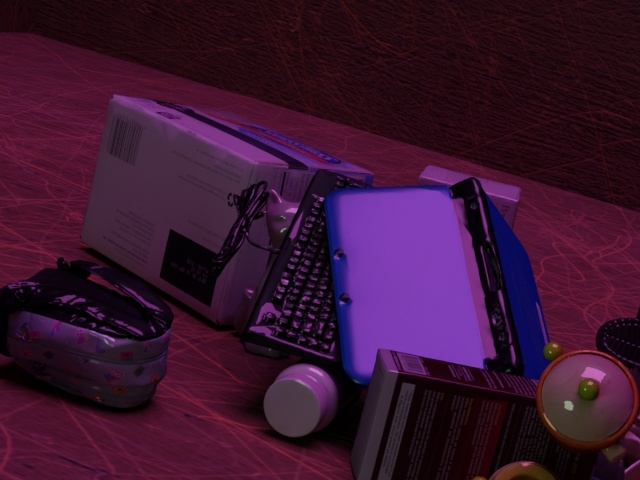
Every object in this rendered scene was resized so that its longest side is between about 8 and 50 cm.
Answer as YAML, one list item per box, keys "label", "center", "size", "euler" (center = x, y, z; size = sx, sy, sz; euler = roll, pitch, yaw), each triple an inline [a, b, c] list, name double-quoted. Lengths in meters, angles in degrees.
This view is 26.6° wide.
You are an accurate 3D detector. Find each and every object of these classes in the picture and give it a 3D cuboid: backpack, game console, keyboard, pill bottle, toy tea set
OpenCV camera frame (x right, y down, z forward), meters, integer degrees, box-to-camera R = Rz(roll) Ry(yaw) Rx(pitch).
- label: "backpack"
  center: [-0.246, 0.101, 1.451]
  size: [0.182, 0.115, 0.152]
  euler: [18, 25, 16]
- label: "game console"
  center: [0.146, 0.084, 1.571]
  size: [0.250, 0.173, 0.293]
  euler: [49, 26, -43]
- label: "keyboard"
  center: [-0.029, 0.013, 1.580]
  size: [0.201, 0.033, 0.317]
  euler: [14, 39, 6]
- label: "pill bottle"
  center: [-0.008, 0.167, 1.490]
  size: [0.078, 0.078, 0.137]
  euler: [17, 13, 17]
- label: "toy tea set"
  center: [0.316, 0.232, 1.252]
  size: [0.336, 0.200, 0.124]
  euler: [21, -17, 15]

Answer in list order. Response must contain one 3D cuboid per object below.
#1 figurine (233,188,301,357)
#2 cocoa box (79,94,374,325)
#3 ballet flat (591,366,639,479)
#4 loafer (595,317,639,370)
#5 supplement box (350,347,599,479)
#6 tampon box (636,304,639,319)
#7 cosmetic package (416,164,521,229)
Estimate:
- label: "figurine"
  center: [0.009, 0.050, 1.711]
  size: [0.215, 0.209, 0.092]
  euler: [13, 12, 2]
- label: "cocoa box"
  center: [-0.137, -0.045, 1.917]
  size: [0.228, 0.231, 0.347]
  euler: [2, 17, -44]
- label: "ballet flat"
  center: [0.349, 0.232, 1.572]
  size: [0.096, 0.095, 0.280]
  euler: [29, 28, 19]
- label: "loafer"
  center: [0.517, 0.179, 2.018]
  size: [0.220, 0.080, 0.078]
  euler: [16, -20, 16]
- label: "supplement box"
  center: [0.163, 0.202, 1.398]
  size: [0.239, 0.130, 0.073]
  euler: [12, 13, -8]
- label: "tampon box"
  center: [0.578, 0.146, 2.117]
  size: [0.161, 0.101, 0.120]
  euler: [15, 13, 6]
- label: "cosmetic package"
  center: [0.258, -0.035, 2.459]
  size: [0.183, 0.151, 0.151]
  euler: [14, 13, 8]
